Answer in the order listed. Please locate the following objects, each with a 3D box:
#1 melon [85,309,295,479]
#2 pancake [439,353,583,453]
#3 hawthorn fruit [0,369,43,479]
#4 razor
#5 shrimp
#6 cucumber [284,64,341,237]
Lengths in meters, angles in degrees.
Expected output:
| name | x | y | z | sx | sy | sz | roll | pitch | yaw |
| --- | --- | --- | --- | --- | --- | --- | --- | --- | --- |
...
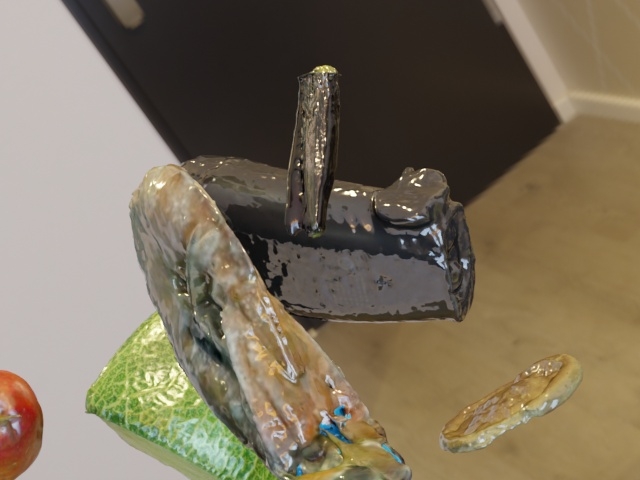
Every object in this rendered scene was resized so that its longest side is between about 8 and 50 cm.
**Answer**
| name | x | y | z | sx | sy | sz | roll | pitch | yaw |
| --- | --- | --- | --- | --- | --- | --- | --- | --- | --- |
| melon | -0.156 | 0.211 | 1.881 | 0.226 | 0.331 | 0.343 | 115 | 179 | -63 |
| pancake | 0.275 | 0.237 | 1.757 | 0.236 | 0.042 | 0.222 | -33 | 5 | 34 |
| hawthorn fruit | -0.339 | 0.184 | 1.204 | 0.125 | 0.125 | 0.140 | -42 | -19 | -18 |
| razor | 0.000 | 0.003 | 1.282 | 0.327 | 0.189 | 0.107 | 7 | 43 | 27 |
| shrimp | -0.057 | 0.089 | 1.068 | 0.110 | 0.221 | 0.445 | -22 | 46 | -25 |
| cucumber | -0.003 | -0.064 | 0.845 | 0.033 | 0.034 | 0.134 | -4 | 72 | 27 |
